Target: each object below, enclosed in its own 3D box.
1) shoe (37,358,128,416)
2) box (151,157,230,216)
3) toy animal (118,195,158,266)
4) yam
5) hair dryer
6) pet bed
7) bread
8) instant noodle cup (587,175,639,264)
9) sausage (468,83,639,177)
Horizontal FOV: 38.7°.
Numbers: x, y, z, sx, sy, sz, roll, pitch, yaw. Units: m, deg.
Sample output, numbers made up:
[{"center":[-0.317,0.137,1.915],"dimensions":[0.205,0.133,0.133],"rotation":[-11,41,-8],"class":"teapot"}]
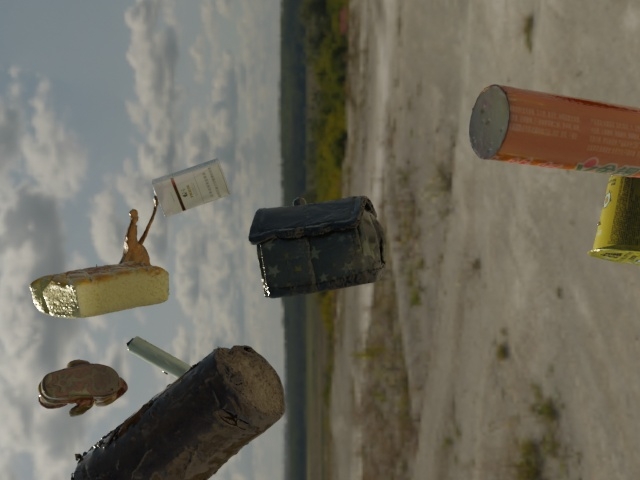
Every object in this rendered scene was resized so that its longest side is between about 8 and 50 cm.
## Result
[{"center":[-0.312,0.189,1.179],"dimensions":[0.072,0.109,0.069],"rotation":[61,140,13],"class":"shoe"},{"center":[-0.284,-0.116,2.005],"dimensions":[0.040,0.154,0.084],"rotation":[-110,2,-65],"class":"box"},{"center":[-0.366,0.034,1.777],"dimensions":[0.255,0.114,0.116],"rotation":[-62,16,-16],"class":"toy animal"},{"center":[-0.178,0.243,1.108],"dimensions":[0.131,0.280,0.131],"rotation":[44,-162,-18],"class":"yam"},{"center":[-0.269,0.237,1.752],"dimensions":[0.131,0.236,0.073],"rotation":[-63,-18,-6],"class":"hair dryer"},{"center":[0.000,0.000,1.551],"dimensions":[0.183,0.211,0.159],"rotation":[-21,-80,-76],"class":"pet bed"},{"center":[-0.348,0.077,1.456],"dimensions":[0.188,0.125,0.068],"rotation":[-9,-82,-48],"class":"bread"},{"center":[0.556,-0.037,1.549],"dimensions":[0.182,0.182,0.144],"rotation":[110,169,-84],"class":"instant noodle cup"},{"center":[0.345,-0.129,1.138],"dimensions":[0.093,0.312,0.093],"rotation":[-175,90,-71],"class":"sausage"}]
